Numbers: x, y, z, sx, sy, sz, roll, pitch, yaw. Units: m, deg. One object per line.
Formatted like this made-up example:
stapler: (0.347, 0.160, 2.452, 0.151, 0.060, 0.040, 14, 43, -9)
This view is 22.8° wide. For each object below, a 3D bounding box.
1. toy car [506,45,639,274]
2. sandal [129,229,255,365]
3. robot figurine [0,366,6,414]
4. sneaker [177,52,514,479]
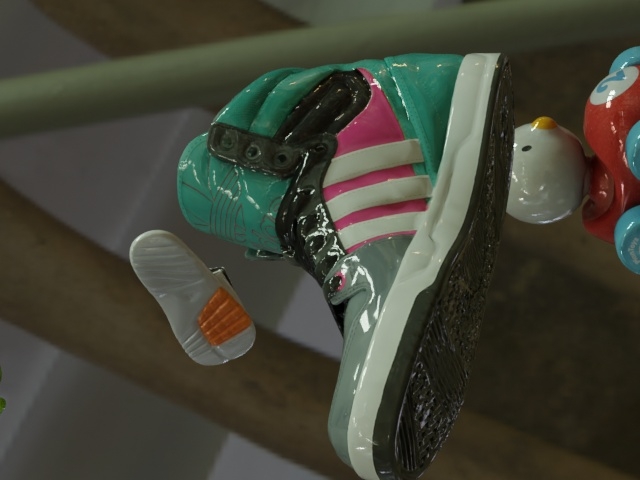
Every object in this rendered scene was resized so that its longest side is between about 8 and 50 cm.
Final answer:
toy car: (0.272, -0.093, 1.735, 0.219, 0.238, 0.210, -84, -4, -60)
sandal: (-0.165, 0.059, 2.072, 0.076, 0.102, 0.265, -101, -13, -47)
robot figurine: (-0.392, 0.159, 1.747, 0.067, 0.101, 0.115, -57, 7, 19)
sneaker: (0.000, 0.000, 0.887, 0.124, 0.178, 0.295, 77, -157, -43)
